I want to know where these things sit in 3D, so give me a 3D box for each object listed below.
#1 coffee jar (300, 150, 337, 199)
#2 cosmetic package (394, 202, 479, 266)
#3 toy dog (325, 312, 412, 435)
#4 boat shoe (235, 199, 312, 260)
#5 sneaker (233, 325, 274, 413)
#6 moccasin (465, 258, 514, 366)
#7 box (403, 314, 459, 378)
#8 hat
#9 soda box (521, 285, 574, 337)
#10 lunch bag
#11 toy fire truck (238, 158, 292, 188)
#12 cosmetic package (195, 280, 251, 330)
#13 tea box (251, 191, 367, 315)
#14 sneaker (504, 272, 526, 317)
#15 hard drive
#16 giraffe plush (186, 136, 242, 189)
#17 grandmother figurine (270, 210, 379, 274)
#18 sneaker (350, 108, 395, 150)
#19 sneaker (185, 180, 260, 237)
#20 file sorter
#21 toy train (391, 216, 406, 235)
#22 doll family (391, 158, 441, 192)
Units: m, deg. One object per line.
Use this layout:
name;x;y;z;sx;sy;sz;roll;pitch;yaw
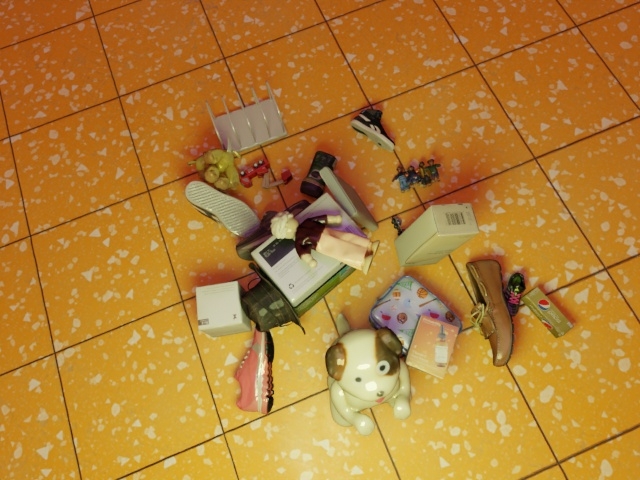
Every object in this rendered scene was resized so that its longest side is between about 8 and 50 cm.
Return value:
coffee jar;-0.009;-0.258;1.954;0.096;0.079;0.185;23;72;8
cosmetic package;0.394;-0.013;1.707;0.160;0.309;0.113;-4;69;-16
toy dog;0.150;0.394;1.539;0.284;0.408;0.396;-9;71;0
boat shoe;-0.167;-0.042;1.875;0.355;0.132;0.130;-26;61;-15
sneaker;-0.236;0.437;1.703;0.136;0.116;0.314;-4;69;6
moccasin;0.580;0.246;1.710;0.146;0.139;0.381;-4;70;3
box;0.360;0.346;1.604;0.129;0.091;0.171;19;79;10
hat;-0.183;0.233;1.654;0.134;0.331;0.331;-40;73;-12
soda box;0.799;0.254;1.736;0.058;0.061;0.181;-35;73;-9
lunch bag;0.322;0.287;1.727;0.303;0.115;0.243;42;80;15
toy fire truck;-0.224;-0.255;1.982;0.192;0.047;0.135;-33;73;-8
cosmetic package;-0.340;0.247;1.738;0.151;0.184;0.152;-9;70;-1
tea box;-0.030;0.063;1.711;0.329;0.323;0.220;-39;76;-10
sneaker;0.694;0.188;1.758;0.063;0.075;0.171;15;72;8
hard drive;0.111;-0.143;1.789;0.040;0.307;0.203;-36;71;12
giraffe plush;-0.430;-0.295;1.941;0.170;0.181;0.211;-7;64;33
grandmother figurine;0.000;0.000;1.516;0.342;0.104;0.208;21;47;11
sneaker;0.241;-0.469;2.014;0.216;0.079;0.121;37;78;16
sneaker;-0.376;-0.122;1.914;0.321;0.127;0.126;36;81;-11
file sorter;-0.303;-0.505;2.010;0.277;0.173;0.193;-20;71;-5
toy train;0.316;-0.026;1.881;0.036;0.027;0.158;-23;71;-9
doll family;0.378;-0.261;1.938;0.192;0.076;0.112;-13;75;2
